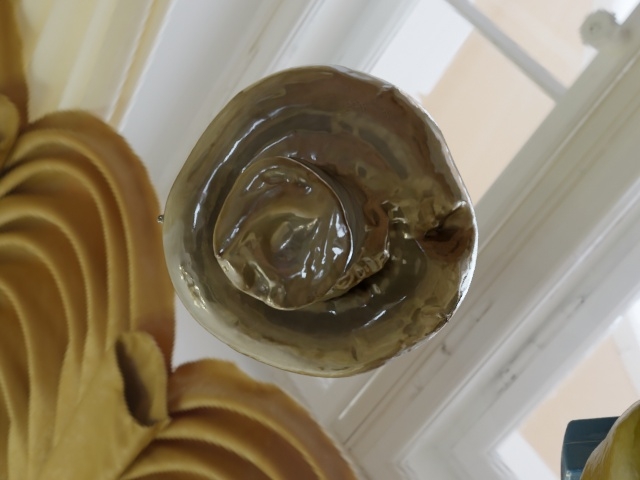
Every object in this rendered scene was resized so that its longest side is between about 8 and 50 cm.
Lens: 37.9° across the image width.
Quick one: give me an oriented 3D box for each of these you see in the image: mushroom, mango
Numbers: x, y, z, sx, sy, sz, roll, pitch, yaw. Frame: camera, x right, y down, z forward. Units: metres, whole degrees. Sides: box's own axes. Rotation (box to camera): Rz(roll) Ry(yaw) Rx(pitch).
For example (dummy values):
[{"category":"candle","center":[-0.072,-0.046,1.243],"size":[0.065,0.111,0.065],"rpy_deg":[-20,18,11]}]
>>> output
[{"category":"mushroom","center":[0.000,0.000,0.806],"size":[0.292,0.292,0.290],"rpy_deg":[34,-169,-5]},{"category":"mango","center":[0.342,0.291,0.975],"size":[0.331,0.142,0.195],"rpy_deg":[67,-159,-61]}]

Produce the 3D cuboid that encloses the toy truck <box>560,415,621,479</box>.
[{"category":"toy truck","center":[0.565,0.361,1.461],"size":[0.161,0.385,0.162],"rpy_deg":[-62,-42,-57]}]
